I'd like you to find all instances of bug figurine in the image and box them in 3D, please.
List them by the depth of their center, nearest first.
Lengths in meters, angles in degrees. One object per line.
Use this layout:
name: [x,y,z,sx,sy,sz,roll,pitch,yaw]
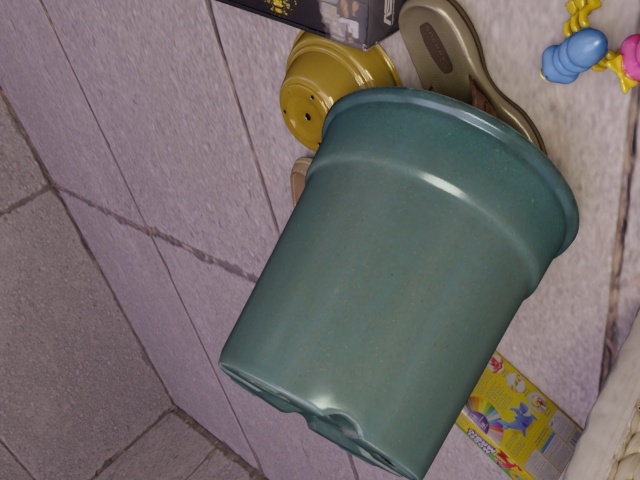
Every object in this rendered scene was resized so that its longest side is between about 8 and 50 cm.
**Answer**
bug figurine: [0.303,-0.105,0.498,0.279,0.072,0.216,51,177,2]

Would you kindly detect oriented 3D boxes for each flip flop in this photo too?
flip flop: [0.165,-0.149,0.663,0.112,0.080,0.277,-9,119,55]

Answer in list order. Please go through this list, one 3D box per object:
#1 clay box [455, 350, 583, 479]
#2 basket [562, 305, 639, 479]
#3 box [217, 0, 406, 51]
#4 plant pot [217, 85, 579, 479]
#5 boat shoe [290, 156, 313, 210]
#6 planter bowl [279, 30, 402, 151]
clay box: [0.288,0.272,0.905,0.222,0.127,0.053,43,149,14]
basket: [0.428,0.291,0.570,0.266,0.331,0.329,5,127,43]
box: [-0.046,-0.441,0.614,0.318,0.097,0.395,28,142,26]
plant pot: [0.073,0.065,0.674,0.341,0.334,0.341,26,160,10]
boat shoe: [0.000,0.000,1.015,0.109,0.098,0.303,19,137,41]
planter bowl: [0.007,-0.191,0.814,0.217,0.090,0.217,33,145,27]
